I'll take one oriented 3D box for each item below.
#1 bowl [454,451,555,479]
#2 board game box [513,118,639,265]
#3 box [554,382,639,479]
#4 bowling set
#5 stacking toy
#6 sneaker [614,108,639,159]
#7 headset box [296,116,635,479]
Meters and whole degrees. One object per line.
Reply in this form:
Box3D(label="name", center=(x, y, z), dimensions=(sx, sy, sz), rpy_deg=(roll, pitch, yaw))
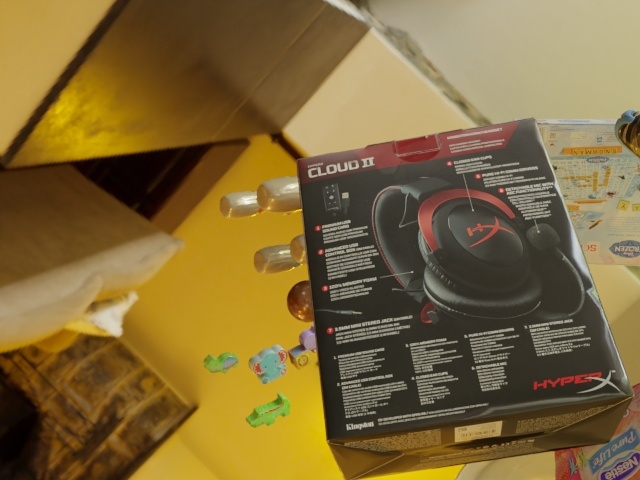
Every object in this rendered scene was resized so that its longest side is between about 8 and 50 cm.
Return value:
Box3D(label="bowl", center=(0.351, 0.443, 1.156), dimensions=(0.298, 0.298, 0.134), rpy_deg=(-47, 157, 17))
Box3D(label="board game box", center=(0.576, -0.105, 1.639), dimensions=(0.066, 0.319, 0.318), rpy_deg=(-62, 153, -70))
Box3D(label="box", center=(0.423, 0.308, 0.863), dimensions=(0.154, 0.300, 0.142), rpy_deg=(-35, -154, 39))
Box3D(label="bowling set", center=(0.000, 0.000, 0.990), dimensions=(0.154, 0.199, 0.287), rpy_deg=(-9, 180, -34))
Box3D(label="stacking toy", center=(-0.037, 0.152, 1.026), dimensions=(0.221, 0.052, 0.167), rpy_deg=(-26, -151, -22))
Box3D(label="sneaker", center=(0.496, -0.116, 1.051), dimensions=(0.067, 0.188, 0.078), rpy_deg=(-56, -164, 10))
Box3D(label="headset box", center=(0.102, 0.031, 0.635), dimensions=(0.218, 0.293, 0.110), rpy_deg=(-10, 146, 3))
